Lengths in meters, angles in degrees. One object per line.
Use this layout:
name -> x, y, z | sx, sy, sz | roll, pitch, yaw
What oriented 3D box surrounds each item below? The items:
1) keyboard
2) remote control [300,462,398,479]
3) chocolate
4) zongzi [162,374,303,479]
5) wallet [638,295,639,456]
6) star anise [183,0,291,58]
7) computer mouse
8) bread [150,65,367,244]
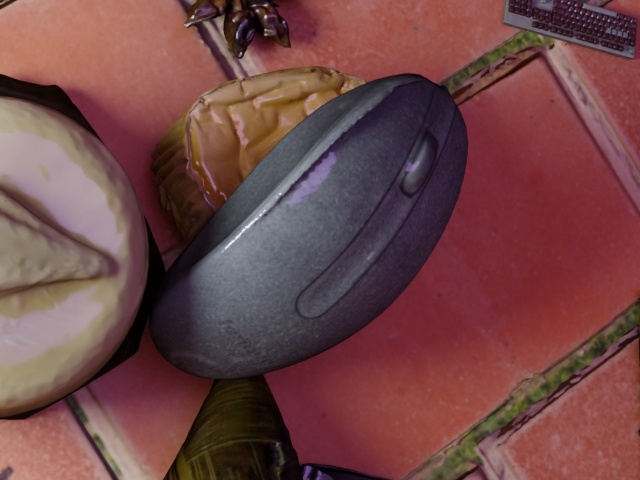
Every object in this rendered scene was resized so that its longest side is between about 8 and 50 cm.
keyboard -> 0.284, -0.247, 2.022 | 0.166, 0.017, 0.055 | 13, 77, -17
remote control -> 0.073, 0.273, 1.850 | 0.212, 0.028, 0.059 | 12, 78, -18
chocolate -> -0.286, 0.010, 1.629 | 0.326, 0.297, 0.314 | -29, 96, -23
zongzi -> -0.179, 0.317, 1.708 | 0.403, 0.208, 0.432 | -21, 58, -3
wallet -> 0.412, 0.167, 1.989 | 0.122, 0.031, 0.232 | 3, 80, -21
star anise -> -0.083, -0.269, 1.875 | 0.168, 0.057, 0.168 | 2, 81, -10
computer mouse -> 0.002, 0.003, 1.691 | 0.374, 0.114, 0.203 | -45, 128, 5
bread -> -0.043, -0.073, 1.811 | 0.250, 0.133, 0.179 | -15, 86, -27
